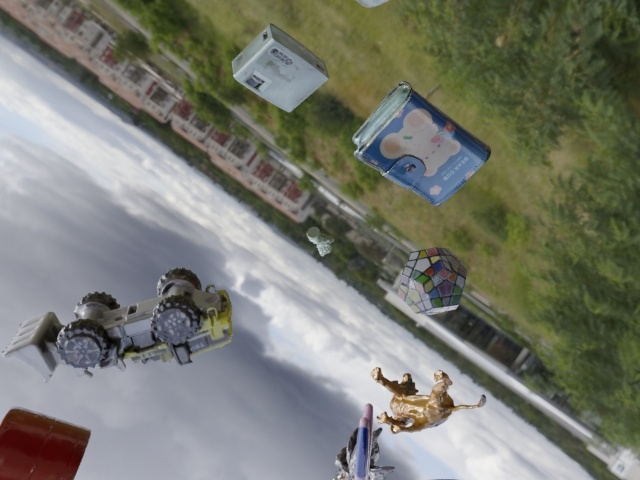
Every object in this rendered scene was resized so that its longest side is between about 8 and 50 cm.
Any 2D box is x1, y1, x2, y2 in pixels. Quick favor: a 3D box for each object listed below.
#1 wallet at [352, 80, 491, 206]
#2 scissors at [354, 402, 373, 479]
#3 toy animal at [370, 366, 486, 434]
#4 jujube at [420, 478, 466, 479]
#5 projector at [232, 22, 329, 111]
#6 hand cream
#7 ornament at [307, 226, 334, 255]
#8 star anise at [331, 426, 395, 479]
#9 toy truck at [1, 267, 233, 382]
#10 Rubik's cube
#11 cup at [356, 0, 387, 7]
[{"bbox_3d":[0.159,-0.149,1.003,0.202,0.141,0.059,27,-153,-32],"label":"wallet"},{"bbox_3d":[0.043,0.222,0.628,0.012,0.113,0.039,6,-165,12],"label":"scissors"},{"bbox_3d":[0.188,0.284,1.067,0.116,0.114,0.255,19,163,-31],"label":"toy animal"},{"bbox_3d":[0.150,0.283,0.445,0.318,0.222,0.223,23,-177,-15],"label":"jujube"},{"bbox_3d":[-0.075,-0.322,1.169,0.147,0.115,0.061,25,-140,-41],"label":"projector"},{"bbox_3d":[-0.423,0.343,0.887,0.126,0.193,0.193,23,-178,-14],"label":"hand cream"},{"bbox_3d":[0.000,-0.001,1.425,0.092,0.041,0.069,40,160,-32],"label":"ornament"},{"bbox_3d":[0.079,0.441,1.136,0.061,0.204,0.180,-4,-130,-38],"label":"star anise"},{"bbox_3d":[-0.259,0.124,0.835,0.136,0.286,0.111,-119,17,-70],"label":"toy truck"},{"bbox_3d":[0.170,0.062,0.943,0.111,0.111,0.093,34,164,46],"label":"Rubik's cube"},{"bbox_3d":[0.036,-0.531,1.076,0.258,0.186,0.234,7,148,48],"label":"cup"}]
